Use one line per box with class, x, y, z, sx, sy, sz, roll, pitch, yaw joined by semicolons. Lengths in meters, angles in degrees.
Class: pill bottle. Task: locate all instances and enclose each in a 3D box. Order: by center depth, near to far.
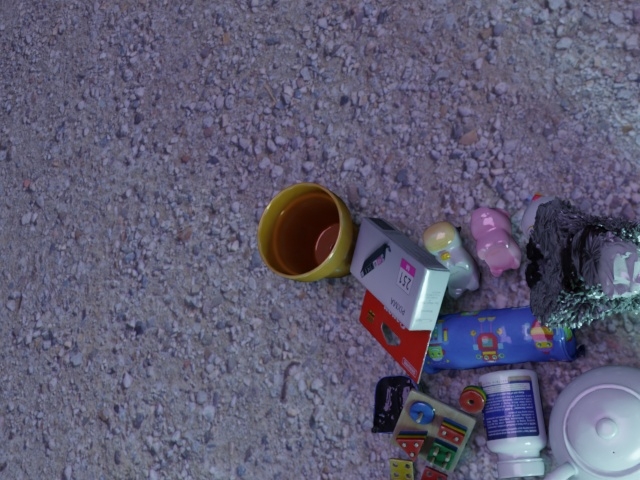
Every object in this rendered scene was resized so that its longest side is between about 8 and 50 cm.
pill bottle;0.355;0.336;1.507;0.112;0.112;0.186;-14;69;27

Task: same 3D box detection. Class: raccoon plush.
raccoon plush;0.518;0.066;1.313;0.299;0.446;0.216;3;104;-3

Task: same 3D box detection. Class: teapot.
teapot;0.491;0.326;1.385;0.252;0.187;0.256;-2;76;29

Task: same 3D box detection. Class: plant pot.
plant pot;0.000;0.000;1.764;0.205;0.188;0.205;-9;71;28

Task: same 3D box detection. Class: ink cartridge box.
ink cartridge box;0.135;0.111;1.618;0.275;0.060;0.239;44;125;58

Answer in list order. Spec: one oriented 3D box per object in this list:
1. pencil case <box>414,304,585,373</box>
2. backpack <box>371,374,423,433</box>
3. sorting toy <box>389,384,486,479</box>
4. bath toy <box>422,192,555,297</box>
pencil case;0.334;0.181;1.559;0.306;0.133;0.119;-10;96;29
backpack;0.159;0.325;1.639;0.105;0.084;0.114;-5;81;26
sorting toy;0.202;0.372;1.541;0.132;0.046;0.274;24;118;12
bath toy;0.327;-0.001;1.619;0.348;0.129;0.151;-24;110;25
